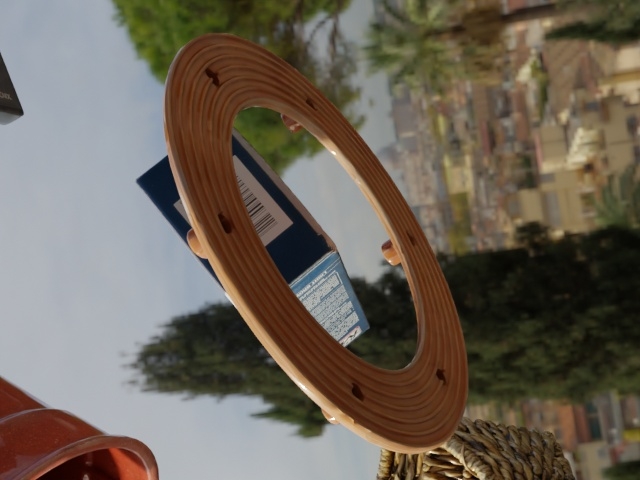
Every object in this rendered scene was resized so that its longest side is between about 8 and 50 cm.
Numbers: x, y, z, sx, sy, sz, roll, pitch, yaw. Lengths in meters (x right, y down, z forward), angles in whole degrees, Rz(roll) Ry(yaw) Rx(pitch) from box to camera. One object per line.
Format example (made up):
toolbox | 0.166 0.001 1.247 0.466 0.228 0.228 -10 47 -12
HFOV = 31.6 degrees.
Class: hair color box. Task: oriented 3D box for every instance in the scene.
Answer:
hair color box | -0.054 0.022 1.143 0.174 0.105 0.347 50 175 16

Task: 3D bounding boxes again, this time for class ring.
ring | 0.000 0.000 0.815 0.336 0.032 0.336 43 -152 -29

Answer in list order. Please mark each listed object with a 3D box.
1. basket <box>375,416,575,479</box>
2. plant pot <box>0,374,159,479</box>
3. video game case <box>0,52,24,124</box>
basket | 0.172 0.385 1.399 0.213 0.223 0.299 -87 8 -76
plant pot | -0.322 0.205 0.925 0.272 0.265 0.272 -43 -28 -30
video game case | -0.320 -0.221 0.818 0.274 0.026 0.196 68 -166 6
